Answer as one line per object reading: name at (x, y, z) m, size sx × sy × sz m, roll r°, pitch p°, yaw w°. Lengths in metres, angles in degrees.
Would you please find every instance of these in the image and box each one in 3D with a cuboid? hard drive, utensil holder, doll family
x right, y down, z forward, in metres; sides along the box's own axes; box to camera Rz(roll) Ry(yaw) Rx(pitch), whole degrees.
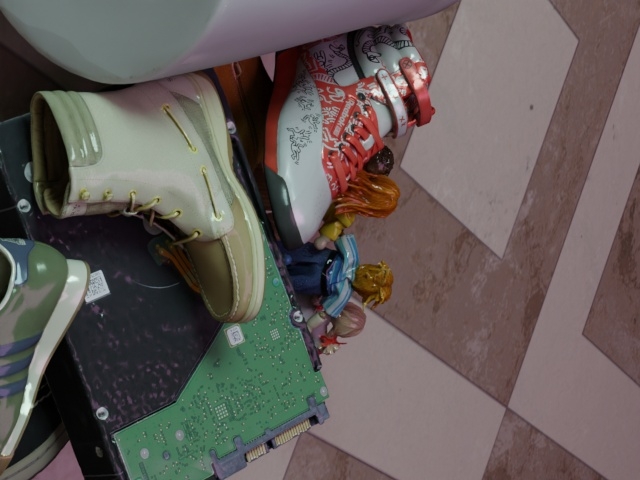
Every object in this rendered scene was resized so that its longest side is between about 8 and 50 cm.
hard drive at (-0.137, 0.037, 1.390) m, size 0.237 × 0.064 × 0.339 m, roll -25°, pitch 97°, yaw -39°
utensil holder at (-0.058, -0.311, 1.378) m, size 0.385 × 0.327 × 0.328 m, roll -25°, pitch 122°, yaw -49°
doll family at (0.000, 0.000, 1.694) m, size 0.118 × 0.163 × 0.263 m, roll -24°, pitch 124°, yaw -77°

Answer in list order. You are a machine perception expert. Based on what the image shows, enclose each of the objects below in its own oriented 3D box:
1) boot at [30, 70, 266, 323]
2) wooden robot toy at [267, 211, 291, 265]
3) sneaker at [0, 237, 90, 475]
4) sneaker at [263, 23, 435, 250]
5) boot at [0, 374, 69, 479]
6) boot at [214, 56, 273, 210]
boot at (-0.137, -0.025, 1.312) m, size 0.165 × 0.077 × 0.213 m, roll -12°, pitch 84°, yaw -41°
wooden robot toy at (-0.082, 0.031, 1.599) m, size 0.173 × 0.079 × 0.076 m, roll -41°, pitch 105°, yaw -15°
sneaker at (-0.250, 0.085, 1.241) m, size 0.086 × 0.064 × 0.192 m, roll 30°, pitch 79°, yaw -31°
sneaker at (0.030, -0.105, 1.512) m, size 0.270 × 0.145 × 0.090 m, roll -86°, pitch 168°, yaw -47°
boot at (-0.335, 0.075, 1.276) m, size 0.377 × 0.138 × 0.284 m, roll -26°, pitch 122°, yaw -44°
boot at (-0.130, -0.076, 1.515) m, size 0.295 × 0.104 × 0.211 m, roll -49°, pitch 130°, yaw -46°
